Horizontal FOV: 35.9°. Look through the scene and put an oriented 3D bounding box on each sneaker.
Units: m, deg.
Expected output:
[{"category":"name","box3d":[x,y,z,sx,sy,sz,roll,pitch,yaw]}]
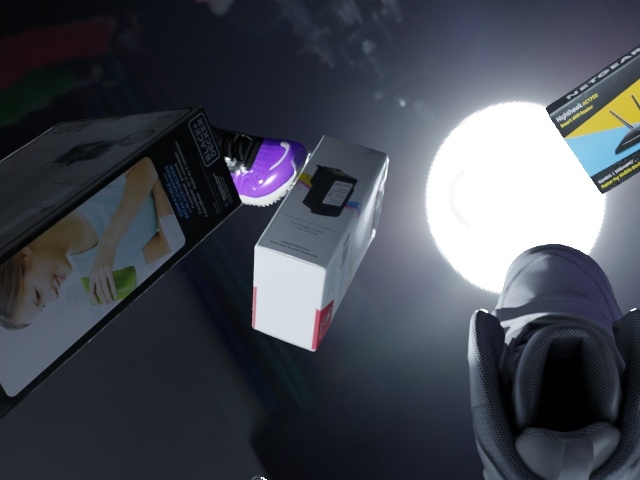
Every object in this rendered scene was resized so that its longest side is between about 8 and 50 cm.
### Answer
[{"category":"sneaker","box3d":[-0.149,-0.136,1.649,0.293,0.146,0.102,-4,52,50]},{"category":"sneaker","box3d":[0.190,0.092,0.762,0.137,0.210,0.366,-1,44,12]}]

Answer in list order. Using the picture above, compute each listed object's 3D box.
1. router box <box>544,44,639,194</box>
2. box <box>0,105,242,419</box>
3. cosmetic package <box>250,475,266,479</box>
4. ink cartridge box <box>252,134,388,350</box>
[{"category":"router box","box3d":[0.398,-0.162,1.259,0.179,0.133,0.046,-35,15,15]},{"category":"box","box3d":[-0.208,0.012,0.685,0.169,0.087,0.290,-1,30,35]},{"category":"cosmetic package","box3d":[-0.100,0.255,0.595,0.231,0.085,0.117,-36,-15,-46]},{"category":"ink cartridge box","box3d":[0.000,0.000,0.987,0.127,0.072,0.175,96,-163,-47]}]
